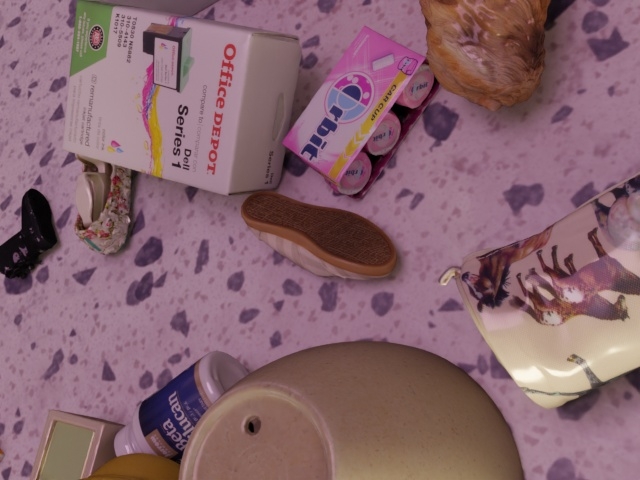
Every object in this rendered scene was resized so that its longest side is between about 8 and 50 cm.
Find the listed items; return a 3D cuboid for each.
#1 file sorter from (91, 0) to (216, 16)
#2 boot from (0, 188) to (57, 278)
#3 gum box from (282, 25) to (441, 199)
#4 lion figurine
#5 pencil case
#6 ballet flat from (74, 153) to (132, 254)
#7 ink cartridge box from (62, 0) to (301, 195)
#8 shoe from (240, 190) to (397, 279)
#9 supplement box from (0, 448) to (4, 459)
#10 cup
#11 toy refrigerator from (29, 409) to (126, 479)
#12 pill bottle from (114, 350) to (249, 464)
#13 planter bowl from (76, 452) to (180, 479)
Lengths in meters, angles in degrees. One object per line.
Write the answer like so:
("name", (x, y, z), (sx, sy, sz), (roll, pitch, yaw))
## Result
("file sorter", (-0.276, -0.457, 1.273), (0.193, 0.277, 0.173), (-23, 57, 23))
("boot", (-0.452, -0.008, 1.355), (0.099, 0.045, 0.121), (-37, 57, 19))
("gum box", (0.048, -0.152, 1.084), (0.107, 0.062, 0.188), (38, 94, 36))
("lion figurine", (0.230, -0.342, 0.999), (0.240, 0.142, 0.392), (38, 90, 28))
("pencil case", (0.313, -0.001, 0.801), (0.410, 0.160, 0.183), (-32, 75, 18))
("ballet flat", (-0.314, -0.096, 1.280), (0.091, 0.077, 0.241), (-21, 62, 25))
("ink cartridge box", (-0.183, -0.186, 1.146), (0.278, 0.117, 0.201), (16, 105, 26))
("shoe", (0.000, 0.000, 1.068), (0.219, 0.058, 0.076), (24, 55, 32))
("supplement box", (-0.501, 0.282, 1.264), (0.098, 0.062, 0.036), (38, 93, 35))
("cup", (0.001, 0.240, 0.861), (0.331, 0.237, 0.331), (-11, 68, 28))
("toy refrigerator", (-0.312, 0.354, 1.100), (0.102, 0.094, 0.269), (6, 76, 33))
("pill bottle", (-0.162, 0.212, 1.057), (0.169, 0.094, 0.094), (-37, 57, 20))
("planter bowl", (-0.198, 0.304, 1.008), (0.217, 0.217, 0.090), (-13, 40, 27))
